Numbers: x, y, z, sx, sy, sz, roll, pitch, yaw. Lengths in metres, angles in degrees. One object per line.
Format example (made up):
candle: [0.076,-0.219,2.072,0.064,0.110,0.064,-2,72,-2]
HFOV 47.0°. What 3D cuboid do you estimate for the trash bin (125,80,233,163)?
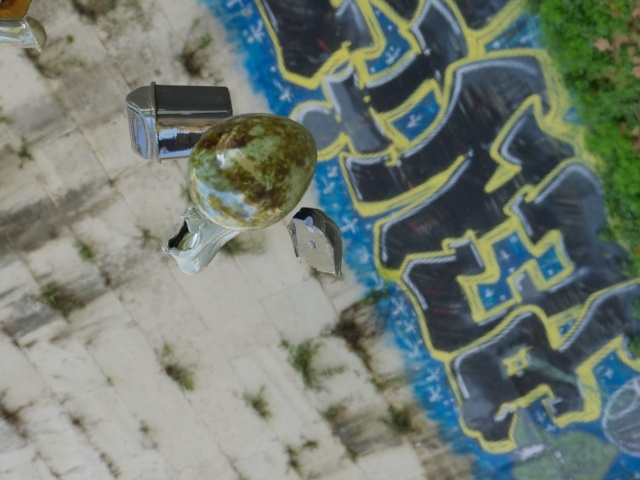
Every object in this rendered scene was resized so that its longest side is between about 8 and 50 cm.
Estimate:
trash bin: [-0.396,-0.336,2.090,0.182,0.290,0.209,-104,14,-46]

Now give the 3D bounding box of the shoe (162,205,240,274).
shoe: [-0.310,-0.052,2.012,0.124,0.316,0.159,45,-173,39]

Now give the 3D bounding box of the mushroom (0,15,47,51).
mushroom: [-0.683,-0.444,1.533,0.081,0.223,0.092,102,-178,-49]

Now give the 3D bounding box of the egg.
egg: [-0.136,-0.149,1.521,0.238,0.289,0.238,44,158,22]

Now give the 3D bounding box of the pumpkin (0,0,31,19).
pumpkin: [-0.877,-0.647,1.940,0.312,0.148,0.169,-36,-51,-57]

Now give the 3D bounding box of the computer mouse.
computer mouse: [0.000,-0.003,1.690,0.071,0.126,0.231,-54,-28,-27]
